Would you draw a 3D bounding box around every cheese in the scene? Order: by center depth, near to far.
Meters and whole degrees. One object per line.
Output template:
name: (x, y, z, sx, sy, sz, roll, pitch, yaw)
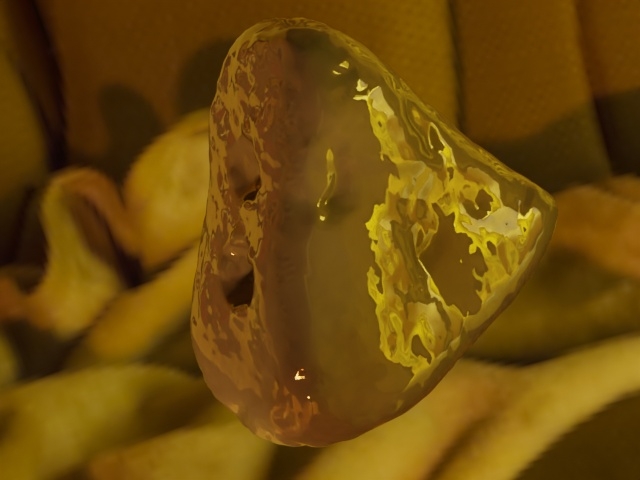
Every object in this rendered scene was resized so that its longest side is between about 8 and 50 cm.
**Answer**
cheese: (-0.001, 0.000, 1.238, 0.173, 0.251, 0.248, 7, 57, 49)
